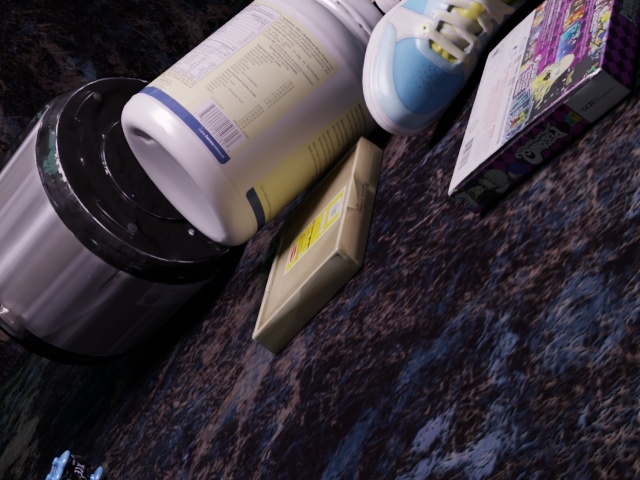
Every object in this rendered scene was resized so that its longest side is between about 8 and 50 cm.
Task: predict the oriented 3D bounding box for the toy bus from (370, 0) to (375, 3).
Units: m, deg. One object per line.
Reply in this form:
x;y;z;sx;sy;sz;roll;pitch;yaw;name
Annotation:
0.026;-0.244;1.985;0.202;0.104;0.191;-23;51;2;toy bus

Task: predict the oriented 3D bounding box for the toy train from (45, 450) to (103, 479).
-0.356;0.368;1.876;0.105;0.080;0.184;-57;13;15;toy train

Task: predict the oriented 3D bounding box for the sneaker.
0.172;-0.270;1.524;0.319;0.127;0.208;-61;14;-21;sneaker

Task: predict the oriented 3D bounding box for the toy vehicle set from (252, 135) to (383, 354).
0.000;0.000;1.640;0.166;0.035;0.267;-46;16;30;toy vehicle set

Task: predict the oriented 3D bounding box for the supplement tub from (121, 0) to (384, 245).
-0.067;-0.175;1.761;0.325;0.235;0.235;-41;10;-16;supplement tub

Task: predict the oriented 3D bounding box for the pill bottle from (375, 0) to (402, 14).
0.158;-0.381;1.837;0.215;0.117;0.117;-34;25;56;pill bottle

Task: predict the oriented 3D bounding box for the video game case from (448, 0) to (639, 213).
0.218;-0.160;1.286;0.210;0.042;0.232;-42;19;42;video game case

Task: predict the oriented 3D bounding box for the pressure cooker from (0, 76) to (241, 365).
-0.358;-0.006;2.147;0.420;0.370;0.375;-43;21;42;pressure cooker
